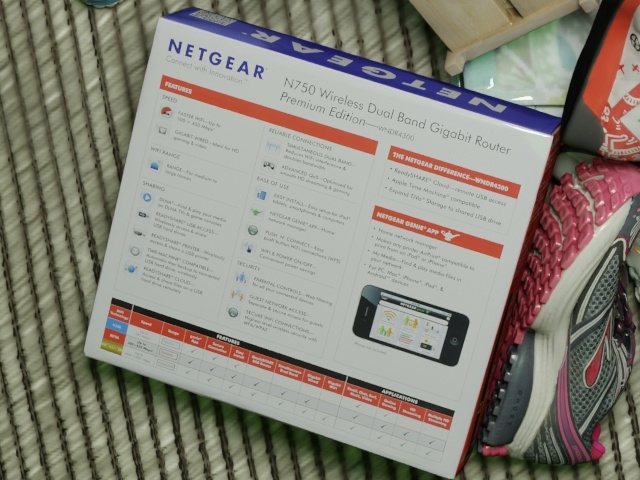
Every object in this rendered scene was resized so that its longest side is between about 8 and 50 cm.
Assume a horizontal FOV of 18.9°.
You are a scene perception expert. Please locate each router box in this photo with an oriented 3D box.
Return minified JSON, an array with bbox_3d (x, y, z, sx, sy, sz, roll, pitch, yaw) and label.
[{"bbox_3d":[0.000,0.000,1.578,0.335,0.082,0.301,18,107,11],"label":"router box"}]

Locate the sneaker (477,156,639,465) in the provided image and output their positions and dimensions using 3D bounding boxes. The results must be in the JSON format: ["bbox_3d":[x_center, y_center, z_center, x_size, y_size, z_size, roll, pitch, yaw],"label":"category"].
[{"bbox_3d":[0.216,0.060,1.592,0.112,0.121,0.299,12,127,-5],"label":"sneaker"}]

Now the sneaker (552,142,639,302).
[{"bbox_3d":[0.288,0.018,1.616,0.262,0.099,0.121,35,105,0],"label":"sneaker"}]

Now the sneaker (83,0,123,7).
[{"bbox_3d":[-0.141,-0.251,1.604,0.162,0.073,0.063,-43,94,7],"label":"sneaker"}]

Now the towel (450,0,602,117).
[{"bbox_3d":[0.269,-0.268,1.581,0.321,0.090,0.374,0,98,0],"label":"towel"}]

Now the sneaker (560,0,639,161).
[{"bbox_3d":[0.279,-0.154,1.400,0.145,0.090,0.270,13,139,-3],"label":"sneaker"}]

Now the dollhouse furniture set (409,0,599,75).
[{"bbox_3d":[0.169,-0.249,1.514,0.355,0.174,0.303,-22,125,30],"label":"dollhouse furniture set"}]
